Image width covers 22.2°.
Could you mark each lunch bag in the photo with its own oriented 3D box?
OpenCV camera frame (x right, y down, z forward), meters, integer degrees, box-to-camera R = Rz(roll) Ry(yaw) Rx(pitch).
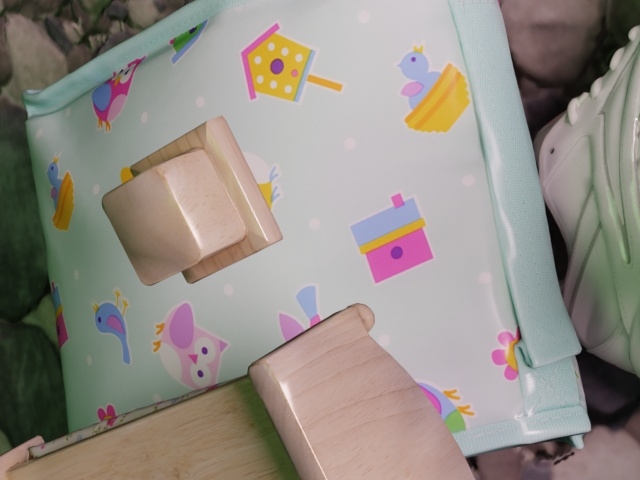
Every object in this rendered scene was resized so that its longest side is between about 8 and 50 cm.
[{"bbox_3d":[0.000,0.000,0.735,0.262,0.160,0.223,-17,80,44],"label":"lunch bag"}]

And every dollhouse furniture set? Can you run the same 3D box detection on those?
[{"bbox_3d":[-0.022,0.144,0.684,0.303,0.174,0.356,-23,93,43],"label":"dollhouse furniture set"}]

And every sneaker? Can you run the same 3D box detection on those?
[{"bbox_3d":[0.138,-0.052,0.666,0.115,0.090,0.232,20,103,41],"label":"sneaker"}]
